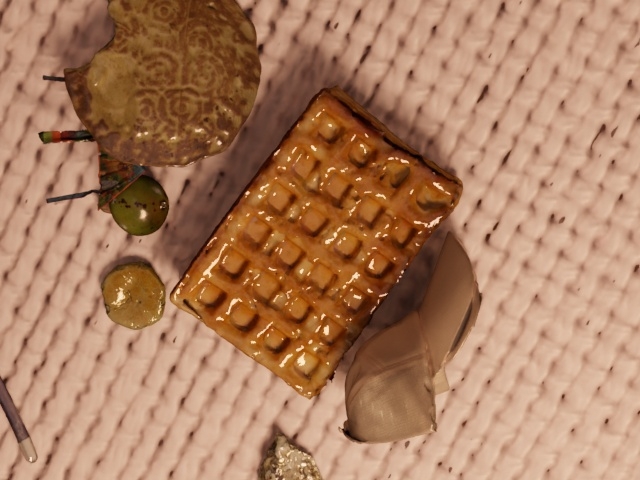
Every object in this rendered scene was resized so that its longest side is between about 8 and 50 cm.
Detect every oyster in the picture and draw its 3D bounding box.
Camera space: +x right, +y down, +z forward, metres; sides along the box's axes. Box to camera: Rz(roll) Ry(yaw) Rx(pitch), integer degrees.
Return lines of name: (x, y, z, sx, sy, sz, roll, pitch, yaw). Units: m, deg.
oyster: (-0.030, 0.298, 1.222, 0.100, 0.037, 0.098, 28, 98, -3)

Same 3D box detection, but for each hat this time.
hat: (0.097, 0.104, 1.115, 0.164, 0.219, 0.226, -2, 89, 8)

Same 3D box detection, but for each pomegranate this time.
pomegranate: (-0.215, -0.038, 1.169, 0.073, 0.084, 0.073, 13, 66, -32)

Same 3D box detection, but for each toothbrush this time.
toothbrush: (-0.408, 0.140, 1.216, 0.026, 0.024, 0.288, -25, 96, -10)

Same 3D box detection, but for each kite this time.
kite: (-0.240, -0.120, 1.145, 0.160, 0.010, 0.183, -2, 71, -13)

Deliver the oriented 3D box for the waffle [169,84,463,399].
waffle: (0.000, 0.000, 1.155, 0.212, 0.091, 0.308, 36, 98, -4)

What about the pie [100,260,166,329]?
pie: (-0.222, 0.067, 1.202, 0.084, 0.020, 0.085, 0, 100, 2)

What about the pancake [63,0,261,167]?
pancake: (-0.173, -0.193, 1.135, 0.212, 0.029, 0.235, 34, 83, -5)
